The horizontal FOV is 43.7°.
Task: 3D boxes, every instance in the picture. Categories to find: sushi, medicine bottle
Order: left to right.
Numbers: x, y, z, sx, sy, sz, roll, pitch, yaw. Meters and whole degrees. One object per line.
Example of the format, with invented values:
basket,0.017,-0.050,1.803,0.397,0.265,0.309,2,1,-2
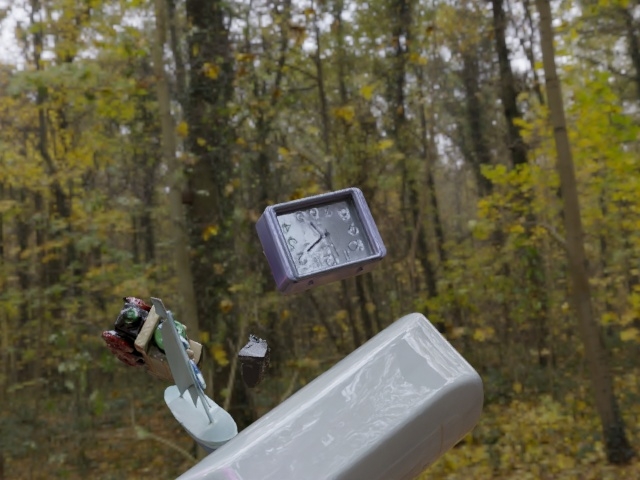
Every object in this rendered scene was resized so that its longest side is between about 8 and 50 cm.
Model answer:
sushi,-0.133,0.251,1.670,0.056,0.083,0.085,2,26,9
medicine bottle,-0.021,0.181,0.591,0.296,0.111,0.161,-34,-23,-24

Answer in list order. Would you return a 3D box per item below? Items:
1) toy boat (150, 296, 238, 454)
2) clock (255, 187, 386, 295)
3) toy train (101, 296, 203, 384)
toy boat,-0.116,0.118,0.665,0.034,0.149,0.105,-36,9,-27
clock,0.000,0.001,1.377,0.193,0.145,0.073,-15,-18,-24
toy train,-0.159,0.100,0.776,0.087,0.050,0.138,22,-22,3
